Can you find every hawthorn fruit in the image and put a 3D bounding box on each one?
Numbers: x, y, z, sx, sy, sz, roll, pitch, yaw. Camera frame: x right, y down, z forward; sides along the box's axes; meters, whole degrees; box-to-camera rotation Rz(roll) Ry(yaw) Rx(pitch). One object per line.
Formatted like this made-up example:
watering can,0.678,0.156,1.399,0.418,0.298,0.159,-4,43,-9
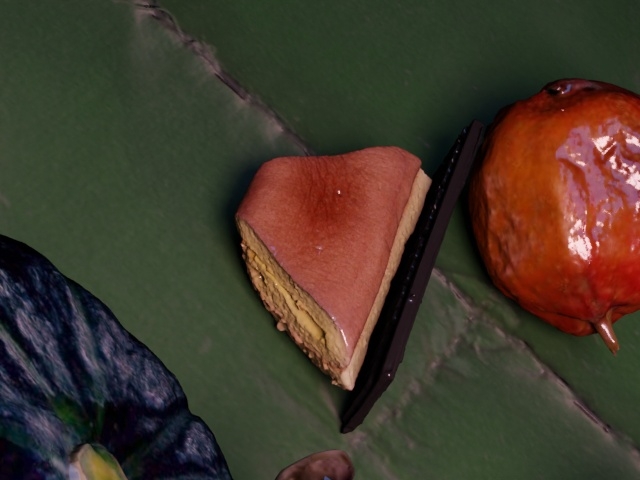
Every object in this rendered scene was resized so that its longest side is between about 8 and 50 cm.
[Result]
hawthorn fruit,0.189,-0.028,1.092,0.173,0.173,0.179,32,49,-5

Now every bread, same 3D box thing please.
bread,0.000,0.001,1.027,0.119,0.067,0.192,24,50,2

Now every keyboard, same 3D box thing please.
keyboard,0.066,0.017,1.039,0.017,0.087,0.250,26,50,-3

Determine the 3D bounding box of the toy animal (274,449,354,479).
toy animal,0.120,0.291,0.815,0.344,0.194,0.303,6,50,-22

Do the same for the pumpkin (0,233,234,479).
pumpkin,-0.180,0.163,0.655,0.363,0.266,0.363,43,22,-22
